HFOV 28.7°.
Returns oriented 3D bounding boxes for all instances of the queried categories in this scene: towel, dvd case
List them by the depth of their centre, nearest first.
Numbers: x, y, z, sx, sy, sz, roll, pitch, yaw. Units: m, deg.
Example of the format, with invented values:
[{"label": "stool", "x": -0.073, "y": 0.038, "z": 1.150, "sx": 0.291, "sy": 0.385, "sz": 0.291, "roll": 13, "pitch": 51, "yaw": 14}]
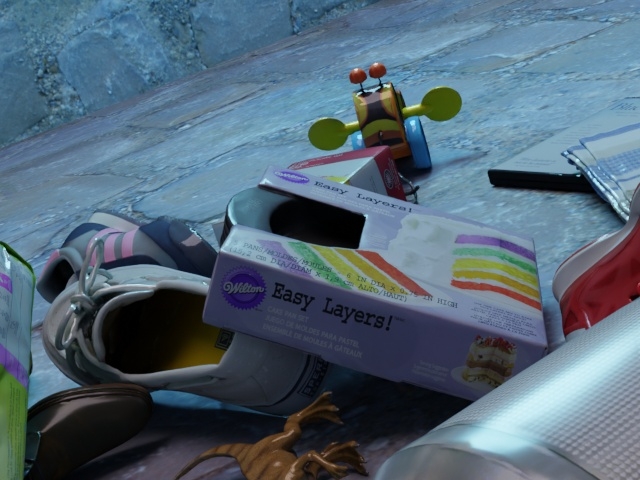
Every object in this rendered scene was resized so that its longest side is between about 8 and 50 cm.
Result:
[{"label": "towel", "x": 0.375, "y": -0.069, "z": 1.235, "sx": 0.209, "sy": 0.034, "sz": 0.285, "roll": -16, "pitch": 23, "yaw": 0}, {"label": "dvd case", "x": 0.345, "y": -0.117, "z": 1.467, "sx": 0.253, "sy": 0.022, "sz": 0.180, "roll": -27, "pitch": 19, "yaw": -29}]

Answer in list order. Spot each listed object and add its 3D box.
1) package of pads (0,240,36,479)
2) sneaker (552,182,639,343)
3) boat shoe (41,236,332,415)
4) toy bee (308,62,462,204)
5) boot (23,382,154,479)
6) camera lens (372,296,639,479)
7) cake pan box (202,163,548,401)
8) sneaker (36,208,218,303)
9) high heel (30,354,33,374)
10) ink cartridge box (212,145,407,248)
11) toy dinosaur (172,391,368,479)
[{"label": "package of pads", "x": -0.336, "y": 0.141, "z": 0.970, "sx": 0.229, "sy": 0.101, "sz": 0.297, "roll": -21, "pitch": 48, "yaw": 16}, {"label": "sneaker", "x": 0.248, "y": 0.031, "z": 0.875, "sx": 0.087, "sy": 0.221, "sz": 0.128, "roll": 14, "pitch": 49, "yaw": -17}, {"label": "boat shoe", "x": -0.168, "y": 0.077, "z": 1.104, "sx": 0.367, "sy": 0.136, "sz": 0.156, "roll": 8, "pitch": -14, "yaw": 46}, {"label": "toy bee", "x": 0.092, "y": -0.158, "z": 1.620, "sx": 0.195, "sy": 0.162, "sz": 0.298, "roll": -19, "pitch": 17, "yaw": -12}, {"label": "boot", "x": -0.228, "y": 0.194, "z": 1.011, "sx": 0.219, "sy": 0.082, "sz": 0.106, "roll": -22, "pitch": 35, "yaw": -10}, {"label": "camera lens", "x": 0.166, "y": 0.131, "z": 0.514, "sx": 0.274, "sy": 0.219, "sz": 0.219, "roll": -28, "pitch": 19, "yaw": -29}, {"label": "cake pan box", "x": 0.047, "y": 0.029, "z": 1.027, "sx": 0.266, "sy": 0.070, "sz": 0.246, "roll": 16, "pitch": 19, "yaw": 3}, {"label": "sneaker", "x": -0.217, "y": 0.045, "z": 1.427, "sx": 0.131, "sy": 0.112, "sz": 0.319, "roll": -45, "pitch": 24, "yaw": -23}, {"label": "high heel", "x": -0.310, "y": 0.165, "z": 1.202, "sx": 0.093, "sy": 0.186, "sz": 0.261, "roll": -38, "pitch": -17, "yaw": 3}, {"label": "ink cartridge box", "x": 0.000, "y": 0.000, "z": 1.261, "sx": 0.127, "sy": 0.128, "sz": 0.176, "roll": -8, "pitch": 19, "yaw": 31}, {"label": "toy dinosaur", "x": -0.035, "y": 0.159, "z": 0.907, "sx": 0.112, "sy": 0.064, "sz": 0.211, "roll": -26, "pitch": 18, "yaw": -21}]
